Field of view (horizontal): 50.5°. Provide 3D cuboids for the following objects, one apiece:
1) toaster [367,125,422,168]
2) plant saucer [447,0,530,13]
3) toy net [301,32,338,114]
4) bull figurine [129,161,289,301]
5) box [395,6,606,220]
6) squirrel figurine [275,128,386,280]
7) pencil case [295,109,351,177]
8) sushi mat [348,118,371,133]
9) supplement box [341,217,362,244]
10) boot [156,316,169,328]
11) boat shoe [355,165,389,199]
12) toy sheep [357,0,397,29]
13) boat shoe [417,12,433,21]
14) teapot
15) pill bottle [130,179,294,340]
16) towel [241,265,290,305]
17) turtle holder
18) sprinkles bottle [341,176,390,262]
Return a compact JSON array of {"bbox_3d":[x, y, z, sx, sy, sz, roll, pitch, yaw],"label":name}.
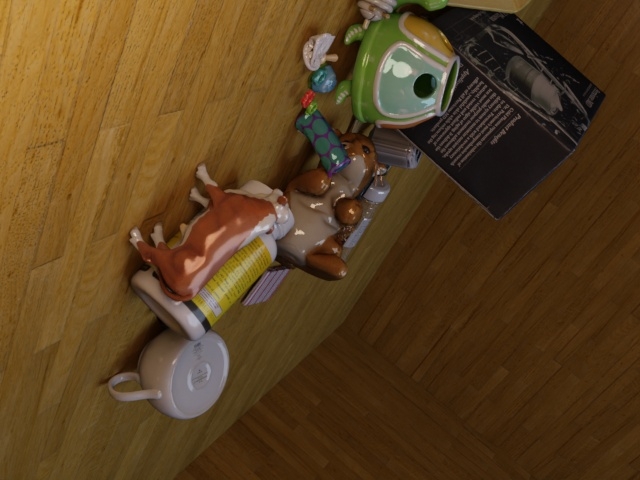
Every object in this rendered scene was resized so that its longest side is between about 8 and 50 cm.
[{"bbox_3d":[0.229,-0.303,1.982,0.129,0.146,0.227,67,43,-61],"label":"toaster"},{"bbox_3d":[0.460,-0.706,1.652,0.333,0.081,0.333,-5,159,-31],"label":"plant saucer"},{"bbox_3d":[-0.015,-0.353,1.405,0.122,0.045,0.232,-48,165,-9],"label":"toy net"},{"bbox_3d":[-0.204,-0.028,1.293,0.310,0.188,0.101,-46,167,-23],"label":"bull figurine"},{"bbox_3d":[0.466,-0.388,1.861,0.297,0.472,0.480,-48,177,41],"label":"box"},{"bbox_3d":[0.001,-0.107,1.782,0.370,0.281,0.397,-60,-176,-14],"label":"squirrel figurine"},{"bbox_3d":[0.005,-0.226,1.569,0.070,0.151,0.064,-35,177,25],"label":"pencil case"},{"bbox_3d":[0.154,-0.413,1.873,0.151,0.019,0.316,-43,165,-38],"label":"sushi mat"},{"bbox_3d":[0.005,-0.025,2.162,0.191,0.129,0.194,-57,167,18],"label":"supplement box"},{"bbox_3d":[-0.282,0.099,1.645,0.263,0.091,0.229,-50,173,11],"label":"boot"},{"bbox_3d":[0.183,-0.245,2.271,0.302,0.091,0.114,-46,166,-24],"label":"boat shoe"},{"bbox_3d":[0.116,-0.491,1.376,0.132,0.091,0.091,-61,166,14],"label":"toy sheep"},{"bbox_3d":[0.272,-0.574,1.787,0.049,0.056,0.152,-60,175,10],"label":"boat shoe"},{"bbox_3d":[-0.370,0.319,1.708,0.256,0.187,0.252,49,58,-51],"label":"teapot"},{"bbox_3d":[-0.214,0.033,1.422,0.334,0.188,0.188,-47,166,-21],"label":"pill bottle"},{"bbox_3d":[-0.179,0.145,2.226,0.144,0.029,0.197,-55,165,12],"label":"towel"},{"bbox_3d":[0.193,-0.403,1.514,0.320,0.227,0.243,-70,162,-1],"label":"turtle holder"},{"bbox_3d":[0.117,-0.078,2.427,0.121,0.121,0.355,-34,158,-54],"label":"sprinkles bottle"}]
